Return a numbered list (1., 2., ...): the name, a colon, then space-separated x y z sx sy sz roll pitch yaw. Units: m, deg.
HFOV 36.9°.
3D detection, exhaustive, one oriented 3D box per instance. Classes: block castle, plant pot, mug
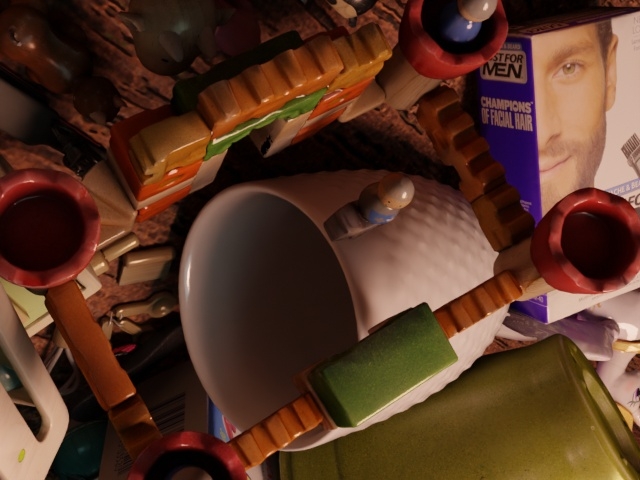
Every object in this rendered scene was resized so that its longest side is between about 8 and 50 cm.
1. block castle: 0.000 0.000 0.749 0.453 0.303 0.213 -29 176 -17
2. plant pot: 0.199 0.293 1.167 0.353 0.366 0.366 -31 146 16
3. mug: 0.031 0.085 1.098 0.328 0.276 0.374 -11 149 -45

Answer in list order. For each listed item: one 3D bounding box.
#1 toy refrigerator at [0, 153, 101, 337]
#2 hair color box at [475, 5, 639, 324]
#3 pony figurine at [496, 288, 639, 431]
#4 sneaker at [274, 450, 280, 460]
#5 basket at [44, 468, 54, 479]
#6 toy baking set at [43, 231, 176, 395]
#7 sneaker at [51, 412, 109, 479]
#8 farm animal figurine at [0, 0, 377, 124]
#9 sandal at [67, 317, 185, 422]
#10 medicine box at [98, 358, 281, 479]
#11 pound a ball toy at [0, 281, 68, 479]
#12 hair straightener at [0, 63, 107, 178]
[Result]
1. toy refrigerator: -0.305 -0.020 0.831 0.102 0.094 0.269 -35 144 -5
2. hair color box: 0.295 -0.092 1.133 0.185 0.110 0.338 -18 110 -26
3. pony figurine: 0.384 0.091 1.376 0.351 0.303 0.363 23 87 -10
4. sneaker: -0.121 0.308 1.335 0.153 0.101 0.268 9 121 -42
5. basket: -0.453 0.346 1.106 0.299 0.223 0.213 -32 177 -8
6. toy baking set: -0.262 0.093 1.044 0.256 0.030 0.196 -28 143 -13
7. sneaker: -0.259 0.332 1.229 0.108 0.121 0.302 -28 143 -14
8. farm animal figurine: -0.097 -0.223 0.720 0.330 0.172 0.326 -27 142 -15
9. sandal: -0.225 0.144 1.102 0.179 0.040 0.067 -41 162 -37
10. medicine box: -0.123 0.327 1.116 0.149 0.263 0.289 -26 113 4
11. pound a ball toy: -0.343 0.076 0.774 0.208 0.135 0.319 9 144 10
12. hair straightener: -0.228 -0.078 0.837 0.047 0.089 0.230 -41 144 2
